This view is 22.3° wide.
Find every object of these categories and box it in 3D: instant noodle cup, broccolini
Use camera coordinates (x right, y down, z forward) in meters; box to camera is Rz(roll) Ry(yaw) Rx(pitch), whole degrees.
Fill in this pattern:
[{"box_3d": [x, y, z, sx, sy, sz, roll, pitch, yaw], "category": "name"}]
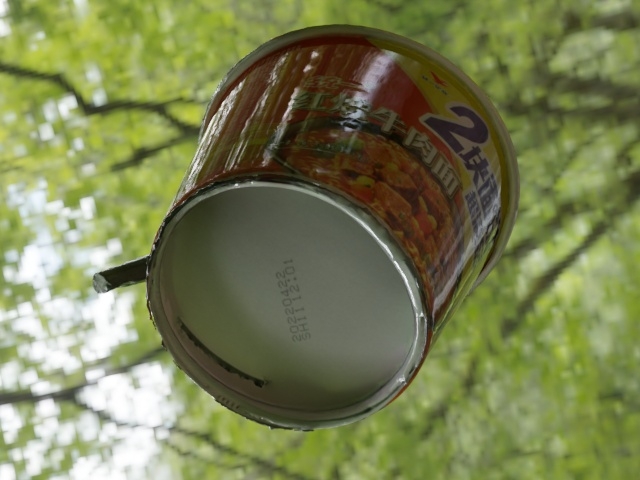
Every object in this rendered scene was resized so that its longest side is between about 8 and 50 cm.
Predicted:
[{"box_3d": [0.000, 0.000, 0.950, 0.174, 0.213, 0.213, -60, -45, -58], "category": "instant noodle cup"}, {"box_3d": [-0.089, 0.005, 1.290, 0.202, 0.091, 0.068, -2, -87, -43], "category": "broccolini"}]
